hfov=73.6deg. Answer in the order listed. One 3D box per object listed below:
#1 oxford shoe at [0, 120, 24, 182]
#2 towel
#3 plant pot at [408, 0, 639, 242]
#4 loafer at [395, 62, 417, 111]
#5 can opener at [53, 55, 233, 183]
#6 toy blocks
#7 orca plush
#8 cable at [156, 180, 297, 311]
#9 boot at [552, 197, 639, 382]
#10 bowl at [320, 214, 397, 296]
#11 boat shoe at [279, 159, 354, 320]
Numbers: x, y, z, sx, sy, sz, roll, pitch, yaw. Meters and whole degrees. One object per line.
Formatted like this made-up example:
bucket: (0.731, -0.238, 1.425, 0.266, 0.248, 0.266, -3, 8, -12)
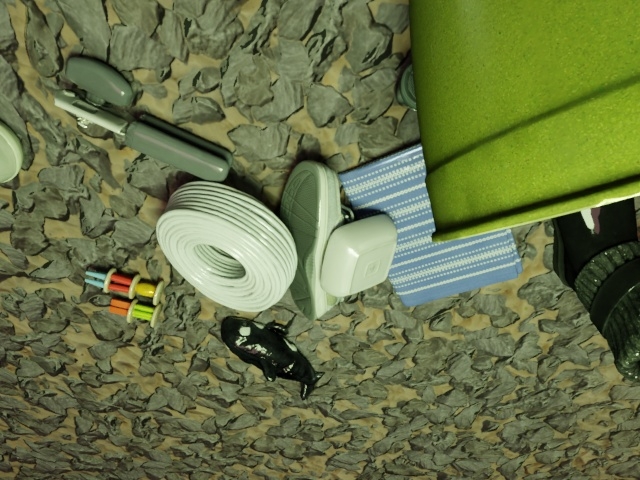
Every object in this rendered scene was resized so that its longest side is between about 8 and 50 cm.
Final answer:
oxford shoe: (-0.698, -0.215, 0.636, 0.449, 0.130, 0.169, 32, 122, -16)
towel: (0.210, -0.026, 0.781, 0.243, 0.040, 0.336, -20, 120, 18)
plant pot: (0.244, -0.217, 0.429, 0.366, 0.366, 0.353, -16, 88, 14)
loafer: (0.243, -0.221, 0.626, 0.267, 0.084, 0.096, 2, 94, -3)
can opener: (-0.269, -0.179, 0.669, 0.280, 0.074, 0.093, 27, 121, -15)
toy blocks: (-0.411, 0.116, 0.894, 0.148, 0.054, 0.123, 16, 124, -8)
orca plush: (-0.114, 0.289, 0.969, 0.151, 0.102, 0.287, -25, 120, 19)
cable: (-0.166, 0.018, 0.752, 0.257, 0.089, 0.257, 29, 142, -4)
boot: (0.463, 0.020, 0.656, 0.131, 0.260, 0.348, -18, 122, 15)
bowl: (0.073, 0.034, 0.736, 0.142, 0.053, 0.142, -16, 133, -34)
boat shoe: (0.002, 0.002, 0.771, 0.103, 0.118, 0.321, -23, 127, -30)
